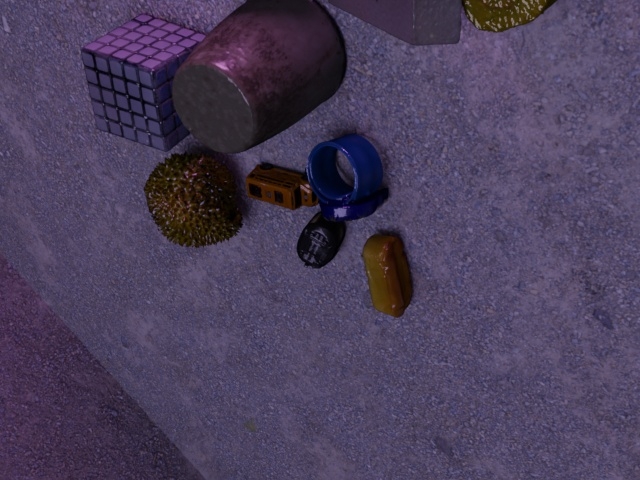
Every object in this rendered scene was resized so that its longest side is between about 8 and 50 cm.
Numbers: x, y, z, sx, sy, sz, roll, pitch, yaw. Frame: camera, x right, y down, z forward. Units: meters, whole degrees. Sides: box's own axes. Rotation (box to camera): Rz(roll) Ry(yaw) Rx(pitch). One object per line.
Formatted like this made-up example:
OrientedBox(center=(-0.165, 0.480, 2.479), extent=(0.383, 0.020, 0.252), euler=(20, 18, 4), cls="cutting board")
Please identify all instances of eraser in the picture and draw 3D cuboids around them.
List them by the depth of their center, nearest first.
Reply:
OrientedBox(center=(0.132, -0.477, 1.444), extent=(0.352, 0.077, 0.111), euler=(43, 151, 44), cls="eraser")

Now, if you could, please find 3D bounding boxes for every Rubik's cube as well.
OrientedBox(center=(-0.424, -0.396, 1.872), extent=(0.238, 0.237, 0.237), euler=(21, 136, 21), cls="Rubik's cube")

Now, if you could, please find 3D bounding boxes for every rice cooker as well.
OrientedBox(center=(0.000, 0.000, 2.006), extent=(0.112, 0.106, 0.165), euler=(29, 126, 7), cls="rice cooker")

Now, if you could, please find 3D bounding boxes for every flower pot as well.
OrientedBox(center=(-0.141, -0.357, 1.637), extent=(0.293, 0.330, 0.294), euler=(19, 135, 20), cls="flower pot")

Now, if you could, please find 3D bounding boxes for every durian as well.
OrientedBox(center=(-0.342, -0.107, 2.065), extent=(0.258, 0.258, 0.293), euler=(-2, 128, 37), cls="durian")

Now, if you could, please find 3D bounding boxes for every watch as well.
OrientedBox(center=(0.057, -0.154, 1.807), extent=(0.196, 0.171, 0.200), euler=(4, 112, 35), cls="watch")

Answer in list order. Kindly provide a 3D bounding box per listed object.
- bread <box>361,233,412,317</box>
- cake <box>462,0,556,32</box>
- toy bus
OrientedBox(center=(0.183, 0.095, 1.960), extent=(0.094, 0.102, 0.245), euler=(13, 130, 36), cls="bread")
OrientedBox(center=(0.328, -0.511, 1.296), extent=(0.179, 0.156, 0.260), euler=(-2, 122, 39), cls="cake")
OrientedBox(center=(-0.099, -0.136, 1.970), extent=(0.194, 0.088, 0.083), euler=(17, 132, 24), cls="toy bus")
